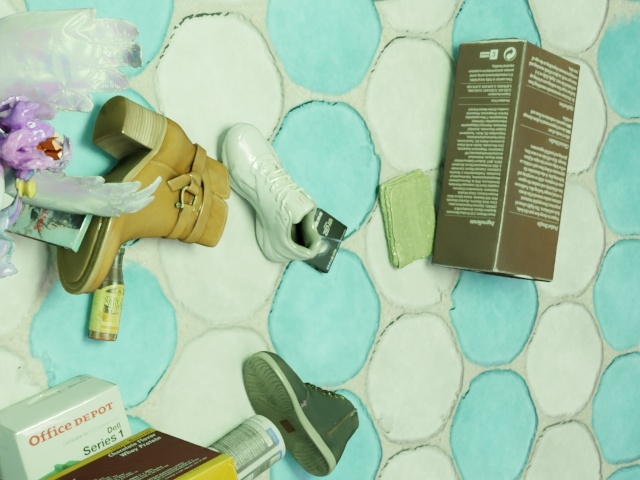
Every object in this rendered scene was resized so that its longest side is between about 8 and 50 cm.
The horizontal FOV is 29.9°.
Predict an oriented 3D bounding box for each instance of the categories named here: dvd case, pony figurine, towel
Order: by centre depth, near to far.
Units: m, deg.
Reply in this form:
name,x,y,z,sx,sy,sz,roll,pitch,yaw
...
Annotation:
name,x,y,z,sx,sy,sz,roll,pitch,yaw
pony figurine,-0.373,-0.095,1.307,0.363,0.351,0.302,-78,175,-47
dvd case,-0.339,-0.039,1.515,0.013,0.119,0.087,41,67,-57
towel,0.146,-0.036,1.965,0.110,0.027,0.148,-21,105,-38

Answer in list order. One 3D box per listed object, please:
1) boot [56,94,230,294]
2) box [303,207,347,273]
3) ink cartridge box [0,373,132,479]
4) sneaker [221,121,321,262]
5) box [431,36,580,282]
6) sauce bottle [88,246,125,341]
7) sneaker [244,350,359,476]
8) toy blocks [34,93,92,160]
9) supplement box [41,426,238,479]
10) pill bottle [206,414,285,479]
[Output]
name,x,y,z,sx,sy,sz,roll,pitch,yaw
boot,-0.229,-0.030,1.606,0.220,0.109,0.283,34,55,-44
box,0.000,0.000,1.854,0.067,0.018,0.083,35,72,-36
ink cartridge box,-0.323,0.307,1.566,0.160,0.093,0.219,-25,109,-36
sneaker,-0.057,-0.071,1.739,0.090,0.115,0.232,-42,117,-29
box,0.314,-0.129,2.011,0.191,0.143,0.381,11,85,-49
sauce bottle,-0.285,0.071,1.613,0.042,0.042,0.128,7,89,-39
sneaker,-0.029,0.240,1.825,0.222,0.083,0.118,60,40,-17
toy blocks,-0.330,-0.149,1.491,0.054,0.148,0.123,3,91,-39
supplement box,-0.222,0.340,1.464,0.191,0.194,0.129,-23,108,-36
pill bottle,-0.125,0.319,1.739,0.137,0.078,0.078,-31,112,-33
